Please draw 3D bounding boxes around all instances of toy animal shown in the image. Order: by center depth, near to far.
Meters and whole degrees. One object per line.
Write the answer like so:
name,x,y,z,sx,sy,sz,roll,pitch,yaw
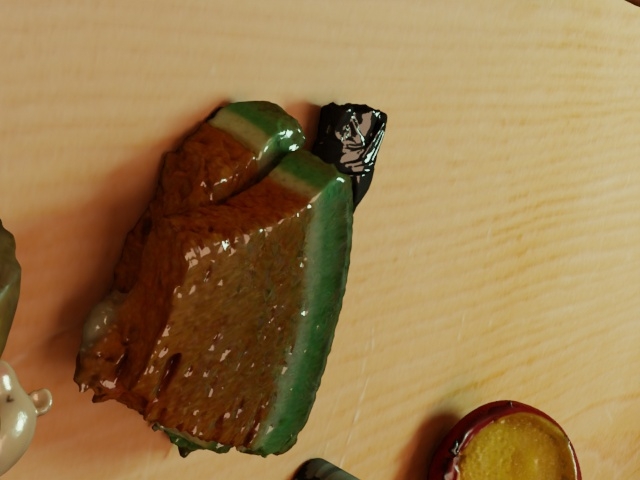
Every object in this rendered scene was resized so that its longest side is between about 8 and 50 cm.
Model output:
toy animal,-0.220,0.115,0.693,0.114,0.082,0.091,-47,142,-26

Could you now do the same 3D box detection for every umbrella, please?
umbrella,0.000,0.000,0.965,0.066,0.059,0.236,5,105,-39

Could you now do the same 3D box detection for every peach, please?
peach,0.212,0.294,1.342,0.196,0.190,0.226,-24,136,-35

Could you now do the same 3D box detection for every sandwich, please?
sandwich,-0.070,0.043,0.840,0.212,0.109,0.292,18,96,-58

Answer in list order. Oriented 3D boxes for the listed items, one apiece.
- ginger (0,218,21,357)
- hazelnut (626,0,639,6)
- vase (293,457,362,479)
ginger,-0.260,0.095,0.514,0.223,0.200,0.269,-51,-175,28
hazelnut,0.343,-0.327,1.127,0.176,0.214,0.214,-5,124,-7
vase,0.066,0.276,1.093,0.060,0.211,0.060,-34,136,-40
